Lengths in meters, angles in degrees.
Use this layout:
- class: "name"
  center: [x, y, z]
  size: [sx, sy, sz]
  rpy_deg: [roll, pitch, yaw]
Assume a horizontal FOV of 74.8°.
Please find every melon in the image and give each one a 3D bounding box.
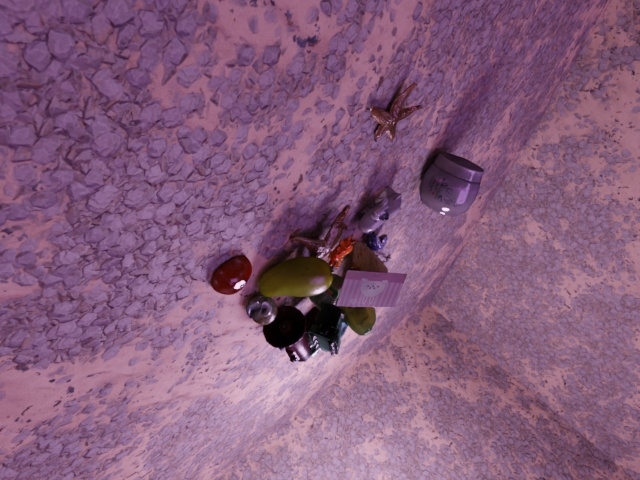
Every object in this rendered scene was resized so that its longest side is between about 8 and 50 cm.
- class: "melon"
  center: [0.196, 0.379, 2.195]
  size: [0.196, 0.324, 0.124]
  rpy_deg: [-34, 134, 8]

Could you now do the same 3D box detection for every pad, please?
- class: "pad"
  center: [0.235, 0.227, 1.922]
  size: [0.299, 0.005, 0.203]
  rpy_deg: [6, 118, -18]

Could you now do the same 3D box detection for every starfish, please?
- class: "starfish"
  center: [0.262, -0.454, 1.493]
  size: [0.231, 0.048, 0.295]
  rpy_deg: [-44, 154, 14]
- class: "starfish"
  center: [0.006, 0.007, 1.673]
  size: [0.375, 0.094, 0.327]
  rpy_deg: [-50, 156, 15]

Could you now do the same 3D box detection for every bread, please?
- class: "bread"
  center: [0.171, 0.177, 2.065]
  size: [0.315, 0.249, 0.278]
  rpy_deg: [38, 136, -28]

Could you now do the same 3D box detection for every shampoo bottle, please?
- class: "shampoo bottle"
  center: [0.636, -0.278, 2.046]
  size: [0.272, 0.273, 0.267]
  rpy_deg: [-16, 133, -48]

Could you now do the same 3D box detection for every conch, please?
- class: "conch"
  center: [-0.230, 0.272, 1.664]
  size: [0.116, 0.106, 0.173]
  rpy_deg: [-26, 134, 4]

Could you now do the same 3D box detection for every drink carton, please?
- class: "drink carton"
  center: [0.042, 0.235, 1.995]
  size: [0.142, 0.146, 0.144]
  rpy_deg: [-21, 145, -57]

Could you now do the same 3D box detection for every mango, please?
- class: "mango"
  center: [-0.094, 0.145, 1.603]
  size: [0.292, 0.143, 0.175]
  rpy_deg: [-10, 138, -9]

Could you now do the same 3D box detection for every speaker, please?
- class: "speaker"
  center: [-0.120, 0.412, 1.935]
  size: [0.197, 0.260, 0.330]
  rpy_deg: [-5, 151, 12]

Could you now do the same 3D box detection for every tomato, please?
- class: "tomato"
  center: [-0.289, 0.133, 1.416]
  size: [0.155, 0.069, 0.156]
  rpy_deg: [-36, 152, -22]

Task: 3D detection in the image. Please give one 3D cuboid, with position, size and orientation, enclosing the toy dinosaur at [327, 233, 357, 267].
- class: "toy dinosaur"
  center: [0.105, 0.026, 1.792]
  size: [0.117, 0.070, 0.288]
  rpy_deg: [-52, 177, 36]

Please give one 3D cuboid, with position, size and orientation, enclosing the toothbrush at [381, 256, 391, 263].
- class: "toothbrush"
  center: [0.361, 0.123, 2.395]
  size: [0.030, 0.025, 0.307]
  rpy_deg: [-64, 161, 14]

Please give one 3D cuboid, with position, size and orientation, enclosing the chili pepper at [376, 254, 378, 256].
- class: "chili pepper"
  center: [0.250, 0.156, 2.284]
  size: [0.097, 0.061, 0.225]
  rpy_deg: [-12, 138, -50]

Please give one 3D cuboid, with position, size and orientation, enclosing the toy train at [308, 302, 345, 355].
- class: "toy train"
  center: [0.040, 0.412, 1.913]
  size: [0.330, 0.138, 0.178]
  rpy_deg: [80, 30, -64]

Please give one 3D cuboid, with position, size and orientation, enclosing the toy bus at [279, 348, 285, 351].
- class: "toy bus"
  center: [-0.149, 0.470, 2.077]
  size: [0.174, 0.077, 0.079]
  rpy_deg: [-32, 149, -29]

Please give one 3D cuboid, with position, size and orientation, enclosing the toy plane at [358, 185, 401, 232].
- class: "toy plane"
  center: [0.264, -0.128, 1.857]
  size: [0.252, 0.118, 0.252]
  rpy_deg: [-43, 172, -7]

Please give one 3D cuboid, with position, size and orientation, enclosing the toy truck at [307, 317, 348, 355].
- class: "toy truck"
  center: [0.007, 0.491, 2.202]
  size: [0.279, 0.156, 0.155]
  rpy_deg: [-45, -172, -7]

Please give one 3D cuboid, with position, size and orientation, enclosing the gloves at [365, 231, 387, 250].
- class: "gloves"
  center: [0.280, 0.000, 2.065]
  size: [0.118, 0.097, 0.229]
  rpy_deg: [-13, 160, 13]
